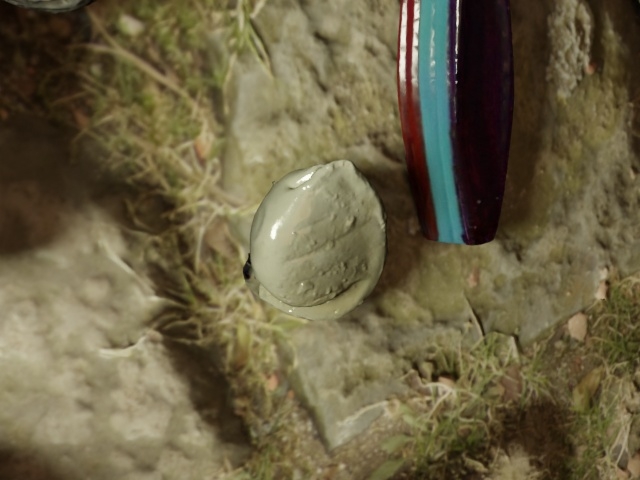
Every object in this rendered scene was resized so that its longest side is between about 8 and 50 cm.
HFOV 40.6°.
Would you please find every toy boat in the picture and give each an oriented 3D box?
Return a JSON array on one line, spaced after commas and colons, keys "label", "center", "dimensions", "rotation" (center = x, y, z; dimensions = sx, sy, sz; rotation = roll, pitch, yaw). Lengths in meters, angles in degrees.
[{"label": "toy boat", "center": [0.146, -0.181, 0.883], "dimensions": [0.136, 0.079, 0.392], "rotation": [-14, 115, -21]}]

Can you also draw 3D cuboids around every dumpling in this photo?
[{"label": "dumpling", "center": [0.000, 0.001, 0.862], "dimensions": [0.150, 0.092, 0.177], "rotation": [20, 99, -25]}]

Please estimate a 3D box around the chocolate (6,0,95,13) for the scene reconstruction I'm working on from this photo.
[{"label": "chocolate", "center": [-0.277, -0.245, 0.654], "dimensions": [0.248, 0.110, 0.110], "rotation": [6, 105, -29]}]
